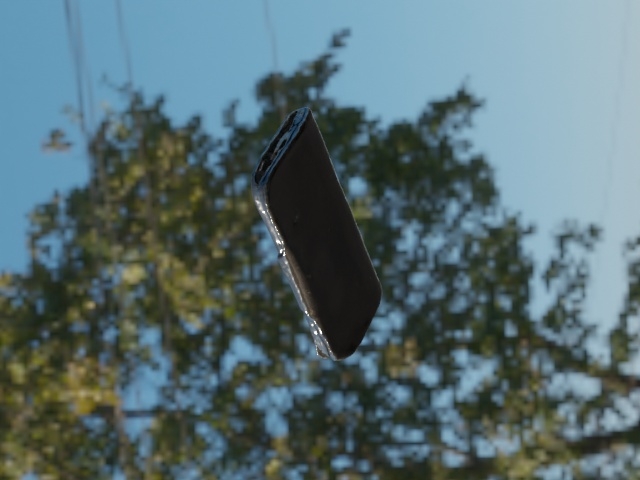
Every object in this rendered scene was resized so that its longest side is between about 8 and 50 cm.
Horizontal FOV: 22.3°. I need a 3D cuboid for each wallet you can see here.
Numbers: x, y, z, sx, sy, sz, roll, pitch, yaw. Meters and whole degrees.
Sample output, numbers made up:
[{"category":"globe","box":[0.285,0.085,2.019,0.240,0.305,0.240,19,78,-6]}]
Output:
[{"category":"wallet","box":[0.000,0.000,1.013,0.082,0.018,0.157,-59,-41,-37]}]
